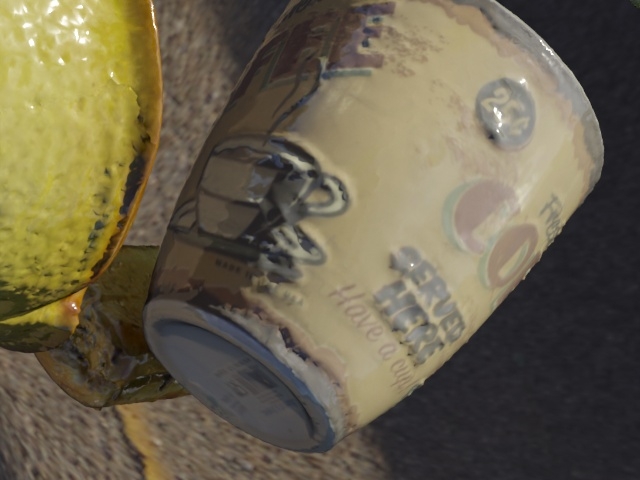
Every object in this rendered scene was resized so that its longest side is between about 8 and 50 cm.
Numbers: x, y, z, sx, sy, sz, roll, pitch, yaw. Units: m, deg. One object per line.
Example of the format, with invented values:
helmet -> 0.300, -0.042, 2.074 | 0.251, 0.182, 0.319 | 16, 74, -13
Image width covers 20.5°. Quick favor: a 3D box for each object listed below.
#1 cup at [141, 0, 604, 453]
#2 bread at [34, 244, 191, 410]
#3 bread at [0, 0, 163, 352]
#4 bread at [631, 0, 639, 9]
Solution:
cup -> 0.000, 0.000, 1.115 | 0.227, 0.301, 0.257 | 40, 66, -2
bread -> -0.108, 0.058, 1.210 | 0.083, 0.211, 0.114 | -51, 62, 25
bread -> -0.186, -0.075, 0.865 | 0.148, 0.270, 0.270 | -6, 88, -40
bread -> 0.132, -0.183, 0.541 | 0.124, 0.186, 0.257 | -22, 90, -48
